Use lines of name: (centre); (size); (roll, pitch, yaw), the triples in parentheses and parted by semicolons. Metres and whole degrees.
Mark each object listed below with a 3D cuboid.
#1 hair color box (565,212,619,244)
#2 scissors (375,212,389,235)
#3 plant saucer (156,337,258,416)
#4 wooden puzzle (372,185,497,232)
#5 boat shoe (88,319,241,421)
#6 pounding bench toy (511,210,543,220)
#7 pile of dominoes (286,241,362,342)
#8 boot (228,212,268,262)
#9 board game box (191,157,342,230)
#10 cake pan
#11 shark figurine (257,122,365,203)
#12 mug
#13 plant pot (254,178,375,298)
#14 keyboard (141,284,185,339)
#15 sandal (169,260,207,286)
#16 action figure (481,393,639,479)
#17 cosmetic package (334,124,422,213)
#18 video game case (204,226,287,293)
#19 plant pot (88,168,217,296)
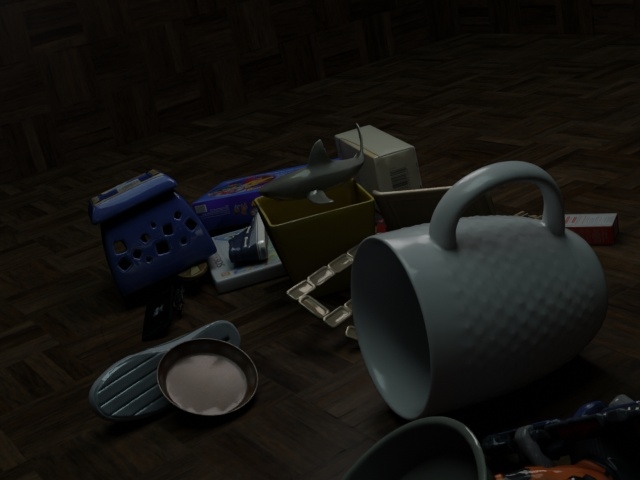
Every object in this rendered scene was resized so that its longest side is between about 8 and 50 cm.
hair color box: (0.527, -0.023, 1.915); (0.141, 0.043, 0.072); (0, 23, 27)
scissors: (0.157, -0.038, 2.208); (0.109, 0.021, 0.297); (-12, 19, 6)
plant saucer: (-0.189, 0.233, 1.570); (0.169, 0.029, 0.168); (7, 39, -6)
wooden puzzle: (0.243, -0.037, 1.879); (0.239, 0.221, 0.044); (0, 52, 24)
boat shoe: (-0.271, 0.231, 1.637); (0.302, 0.109, 0.094); (-23, -1, -38)
pounding bench toy: (0.442, -0.030, 1.968); (0.083, 0.052, 0.065); (-24, 23, -31)
pile of dominoes: (0.084, 0.109, 1.762); (0.196, 0.040, 0.251); (36, 46, 24)
boot: (-0.165, -0.009, 2.127); (0.086, 0.069, 0.190); (-9, 22, 0)
board game box: (-0.125, -0.120, 2.430); (0.347, 0.078, 0.233); (-10, 15, 18)
cake pan: (0.084, 0.327, 1.007); (0.293, 0.054, 0.293); (-44, 21, 22)
shark figurine: (0.019, -0.161, 1.934); (0.278, 0.116, 0.166); (-27, 26, -31)
mug: (0.249, 0.056, 1.394); (0.328, 0.374, 0.276); (-11, 34, -19)
plant pot: (0.000, 0.000, 1.943); (0.212, 0.187, 0.212); (-15, 21, -8)
keyboard: (-0.319, 0.152, 1.961); (0.100, 0.038, 0.192); (-34, 20, 6)
sandal: (-0.294, 0.078, 2.110); (0.072, 0.049, 0.180); (-30, 11, -24)
action figure: (0.285, 0.299, 1.114); (0.330, 0.178, 0.341); (-15, -10, -27)
cosmetic package: (0.146, -0.182, 2.392); (0.113, 0.160, 0.309); (-17, 20, -13)
video game case: (-0.107, 0.015, 2.184); (0.329, 0.036, 0.300); (-16, 21, -11)
plant pot: (-0.394, -0.031, 2.131); (0.236, 0.212, 0.236); (-27, 14, -10)
